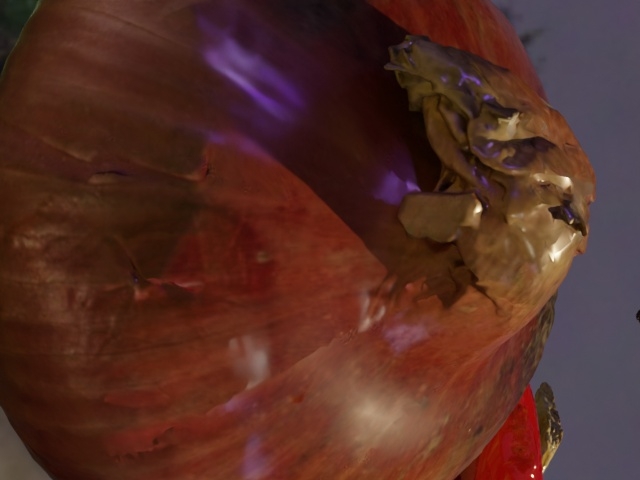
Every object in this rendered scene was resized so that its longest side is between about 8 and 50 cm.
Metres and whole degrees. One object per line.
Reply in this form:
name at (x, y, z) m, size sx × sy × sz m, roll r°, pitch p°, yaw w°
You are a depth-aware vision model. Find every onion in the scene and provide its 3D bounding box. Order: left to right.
onion at (-0.021, -0.015, 0.769) m, size 0.354 × 0.354 × 0.353 m, roll 171°, pitch -90°, yaw -72°

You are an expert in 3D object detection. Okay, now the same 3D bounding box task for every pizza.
pizza at (0.259, 0.268, 1.929) m, size 0.181 × 0.034 × 0.262 m, roll -54°, pitch -175°, yaw 38°

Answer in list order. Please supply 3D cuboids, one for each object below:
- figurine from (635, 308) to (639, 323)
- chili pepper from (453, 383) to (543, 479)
figurine at (0.495, 0.181, 1.859) m, size 0.162 × 0.143 × 0.263 m, roll -32°, pitch -81°, yaw 36°
chili pepper at (0.110, 0.240, 1.123) m, size 0.110 × 0.110 × 0.387 m, roll -154°, pitch -110°, yaw -68°
